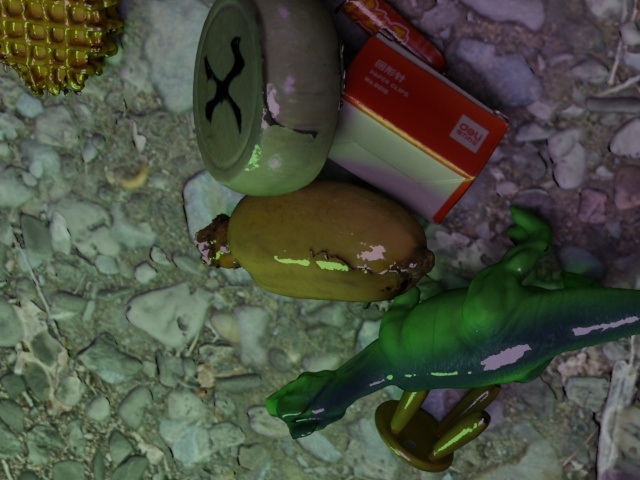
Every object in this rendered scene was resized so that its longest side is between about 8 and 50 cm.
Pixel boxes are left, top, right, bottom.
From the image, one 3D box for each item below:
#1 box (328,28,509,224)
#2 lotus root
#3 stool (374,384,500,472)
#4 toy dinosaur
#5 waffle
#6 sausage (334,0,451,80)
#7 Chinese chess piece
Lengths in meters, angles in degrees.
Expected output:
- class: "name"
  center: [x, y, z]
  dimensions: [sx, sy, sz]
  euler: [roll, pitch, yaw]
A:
- class: "box"
  center: [0.092, -0.120, 1.449]
  dimensions: [0.182, 0.099, 0.133]
  euler: [33, 151, 3]
- class: "lotus root"
  center: [0.000, -0.003, 1.511]
  dimensions: [0.303, 0.130, 0.146]
  euler: [5, 144, 37]
- class: "stool"
  center: [0.136, 0.198, 1.588]
  dimensions: [0.134, 0.135, 0.110]
  euler: [14, 124, -40]
- class: "toy dinosaur"
  center: [0.178, 0.117, 1.367]
  dimensions: [0.375, 0.500, 0.144]
  euler: [-33, 110, -18]
- class: "waffle"
  center: [-0.320, -0.266, 1.553]
  dimensions: [0.193, 0.070, 0.197]
  euler: [39, 121, -2]
- class: "sausage"
  center: [0.084, -0.217, 1.457]
  dimensions: [0.145, 0.048, 0.050]
  euler: [42, 80, -5]
- class: "Chinese chess piece"
  center: [-0.059, -0.162, 1.429]
  dimensions: [0.092, 0.237, 0.237]
  euler: [2, 120, -26]
